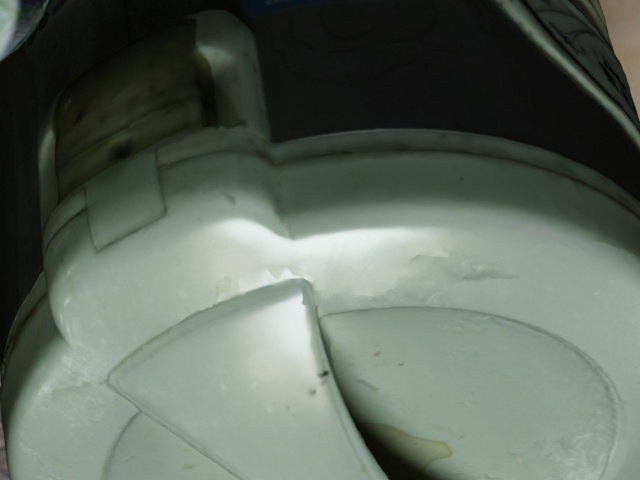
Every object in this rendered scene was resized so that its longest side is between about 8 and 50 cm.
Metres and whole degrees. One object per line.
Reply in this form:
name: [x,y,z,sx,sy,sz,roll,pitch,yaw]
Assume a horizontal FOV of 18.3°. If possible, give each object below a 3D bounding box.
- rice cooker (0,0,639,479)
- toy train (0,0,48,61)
rice cooker: [0.002,0.001,0.805,0.288,0.277,0.288,-5,138,-5]
toy train: [-0.153,-0.197,0.629,0.249,0.173,0.307,32,126,-30]
